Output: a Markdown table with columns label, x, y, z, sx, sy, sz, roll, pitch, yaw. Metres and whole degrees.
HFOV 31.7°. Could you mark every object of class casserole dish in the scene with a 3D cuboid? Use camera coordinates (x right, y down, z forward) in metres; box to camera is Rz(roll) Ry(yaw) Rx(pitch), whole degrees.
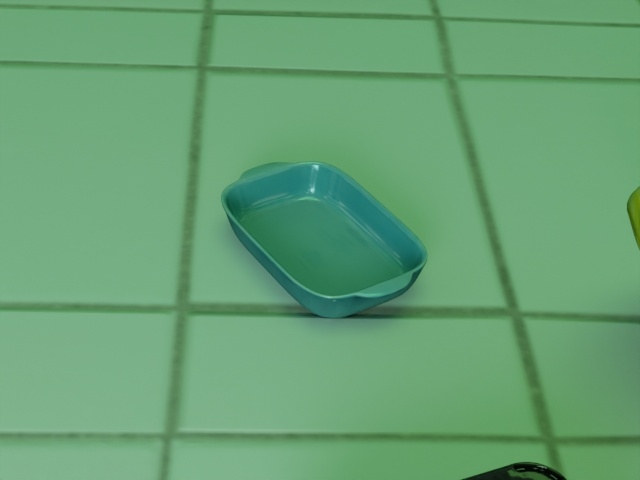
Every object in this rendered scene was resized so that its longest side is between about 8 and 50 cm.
| label | x | y | z | sx | sy | sz | roll | pitch | yaw |
| --- | --- | --- | --- | --- | --- | --- | --- | --- | --- |
| casserole dish | 0.000 | 0.000 | 0.877 | 0.114 | 0.037 | 0.188 | -19 | 43 | -28 |

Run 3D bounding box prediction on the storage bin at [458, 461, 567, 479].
| label | x | y | z | sx | sy | sz | roll | pitch | yaw |
| --- | --- | --- | --- | --- | --- | --- | --- | --- | --- |
| storage bin | 0.065 | 0.201 | 0.574 | 0.180 | 0.084 | 0.122 | -13 | 39 | -19 |

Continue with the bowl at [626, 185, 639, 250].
| label | x | y | z | sx | sy | sz | roll | pitch | yaw |
| --- | --- | --- | --- | --- | --- | --- | --- | --- | --- |
| bowl | 0.348 | 0.026 | 0.705 | 0.289 | 0.289 | 0.156 | -4 | 78 | -10 |
